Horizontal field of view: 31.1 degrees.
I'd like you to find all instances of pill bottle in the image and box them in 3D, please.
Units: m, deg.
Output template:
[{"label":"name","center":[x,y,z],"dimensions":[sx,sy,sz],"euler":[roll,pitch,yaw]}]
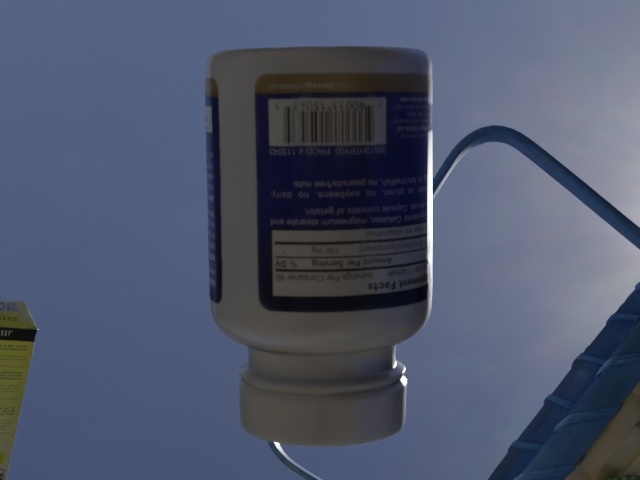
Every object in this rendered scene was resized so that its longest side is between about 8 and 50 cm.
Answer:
[{"label":"pill bottle","center":[0.000,0.000,0.571],"dimensions":[0.112,0.112,0.187],"euler":[7,-80,45]}]

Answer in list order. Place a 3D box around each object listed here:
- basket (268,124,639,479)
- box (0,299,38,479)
[{"label":"basket","center":[0.145,0.098,0.704],"dimensions":[0.289,0.201,0.255],"euler":[34,-95,14]},{"label":"box","center":[-0.325,0.169,1.056],"dimensions":[0.058,0.087,0.232],"euler":[43,-56,56]}]
